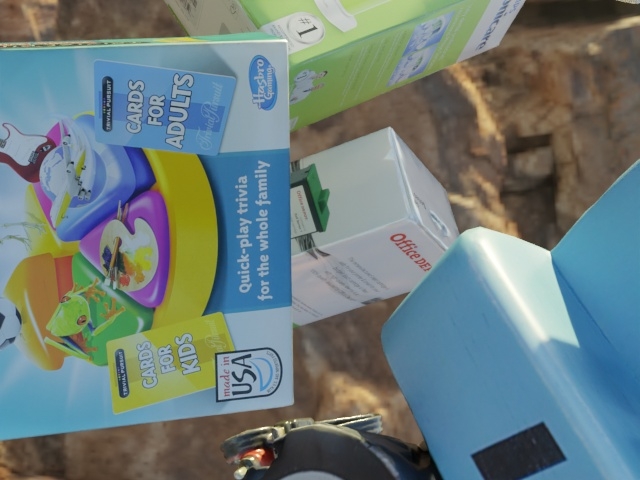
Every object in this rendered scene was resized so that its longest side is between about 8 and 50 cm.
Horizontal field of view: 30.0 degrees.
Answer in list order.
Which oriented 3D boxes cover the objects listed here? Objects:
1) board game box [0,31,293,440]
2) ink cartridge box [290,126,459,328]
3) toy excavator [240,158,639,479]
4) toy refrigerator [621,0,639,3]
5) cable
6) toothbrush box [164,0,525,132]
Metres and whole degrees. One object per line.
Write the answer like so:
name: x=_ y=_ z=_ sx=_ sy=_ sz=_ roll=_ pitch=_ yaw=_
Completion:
board game box: x=-0.188 y=-0.002 z=0.783 sx=0.336 sy=0.079 sz=0.254 roll=-5 pitch=104 yaw=-17
ink cartridge box: x=0.000 y=0.000 z=1.054 sx=0.160 sy=0.219 sz=0.093 roll=39 pitch=36 yaw=-60
toy excavator: x=0.170 y=0.015 z=0.368 sx=0.222 sy=0.445 sz=0.433 roll=21 pitch=30 yaw=-39
toy refrigerator: x=0.322 y=-0.380 z=1.177 sx=0.102 sy=0.094 sz=0.269 roll=-23 pitch=126 yaw=-43
cable: x=-0.017 y=0.254 z=1.446 sx=0.287 sy=0.139 sz=0.072 roll=18 pitch=57 yaw=-66
toothbrush box: x=0.021 y=-0.242 z=1.078 sx=0.283 sy=0.122 sz=0.206 roll=-27 pitch=72 yaw=-25
